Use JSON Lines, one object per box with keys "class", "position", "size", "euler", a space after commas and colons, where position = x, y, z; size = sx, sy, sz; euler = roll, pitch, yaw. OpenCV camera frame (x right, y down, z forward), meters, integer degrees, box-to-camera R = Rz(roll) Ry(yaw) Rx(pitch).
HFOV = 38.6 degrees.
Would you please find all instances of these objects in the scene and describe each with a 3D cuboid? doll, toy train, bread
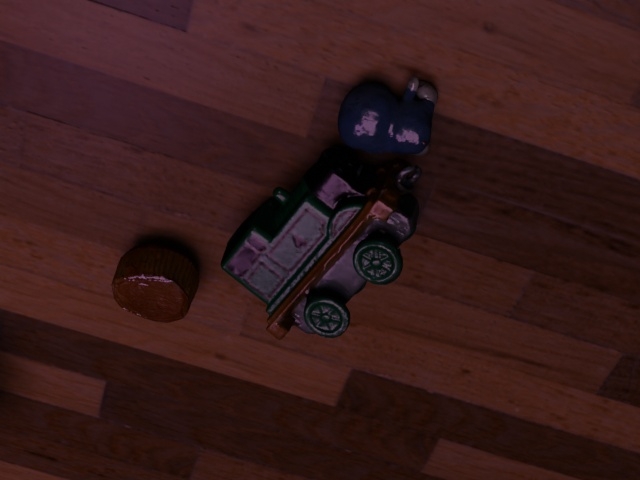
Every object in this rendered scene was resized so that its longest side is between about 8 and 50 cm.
{"class": "doll", "position": [0.057, -0.104, 0.774], "size": [0.083, 0.050, 0.076], "euler": [10, 121, 2]}
{"class": "toy train", "position": [0.000, 0.000, 0.830], "size": [0.136, 0.091, 0.228], "euler": [35, 122, -5]}
{"class": "bread", "position": [-0.161, 0.039, 0.899], "size": [0.085, 0.053, 0.085], "euler": [5, 138, 5]}
